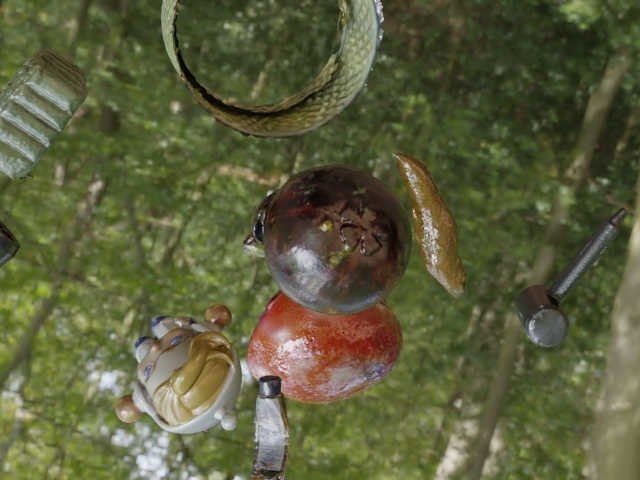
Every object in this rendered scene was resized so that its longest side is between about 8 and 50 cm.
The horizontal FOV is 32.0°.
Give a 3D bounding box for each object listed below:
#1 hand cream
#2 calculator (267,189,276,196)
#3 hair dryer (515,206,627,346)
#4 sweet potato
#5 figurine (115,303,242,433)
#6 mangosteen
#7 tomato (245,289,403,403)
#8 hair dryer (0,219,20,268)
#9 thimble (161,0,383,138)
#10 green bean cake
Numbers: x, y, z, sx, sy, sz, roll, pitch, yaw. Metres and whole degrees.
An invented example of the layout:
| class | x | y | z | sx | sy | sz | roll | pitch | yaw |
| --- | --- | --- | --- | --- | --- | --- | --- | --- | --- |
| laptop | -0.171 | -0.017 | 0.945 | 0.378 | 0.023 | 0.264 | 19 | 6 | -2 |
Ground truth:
| class | x | y | z | sx | sy | sz | roll | pitch | yaw |
| --- | --- | --- | --- | --- | --- | --- | --- | --- | --- |
| hand cream | -0.078 | 0.289 | 1.703 | 0.062 | 0.163 | 0.039 | 2 | -178 | 24 |
| calculator | -0.059 | -0.017 | 1.923 | 0.021 | 0.153 | 0.095 | -23 | 164 | -12 |
| hair dryer | 0.405 | 0.054 | 1.748 | 0.070 | 0.248 | 0.114 | 37 | -167 | -8 |
| sweet potato | 0.159 | -0.022 | 1.584 | 0.067 | 0.274 | 0.067 | -18 | -149 | 11 |
| figurine | -0.198 | 0.184 | 1.532 | 0.133 | 0.194 | 0.274 | 47 | 151 | -19 |
| mangosteen | 0.000 | 0.000 | 1.697 | 0.231 | 0.231 | 0.289 | 5 | 175 | -35 |
| tomato | 0.029 | 0.219 | 2.157 | 0.176 | 0.289 | 0.335 | 48 | -170 | 37 |
| hair dryer | -0.367 | -0.004 | 1.091 | 0.070 | 0.128 | 0.255 | 51 | 177 | -26 |
| thimble | -0.067 | -0.276 | 1.444 | 0.271 | 0.270 | 0.150 | 10 | -166 | -18 |
| green bean cake | -0.511 | -0.223 | 1.972 | 0.125 | 0.222 | 0.227 | 33 | -173 | -15 |
